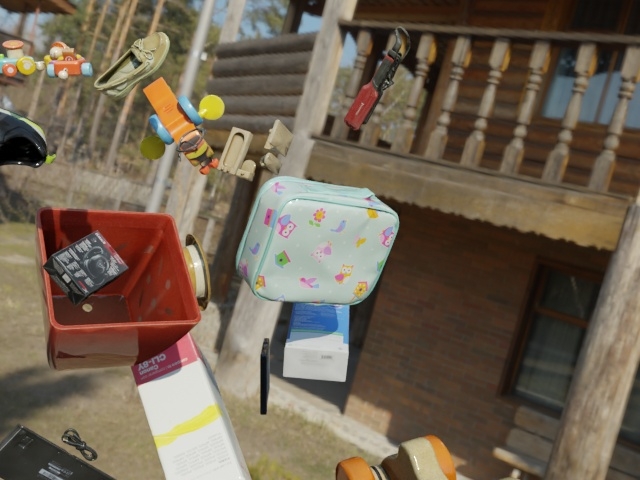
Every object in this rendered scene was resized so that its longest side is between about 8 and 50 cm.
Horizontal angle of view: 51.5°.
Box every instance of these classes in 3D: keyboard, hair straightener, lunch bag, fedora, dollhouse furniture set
[{"bbox_3d":[-0.376,0.324,0.961,0.180,0.108,0.023,46,-3,-31],"label":"keyboard"},{"bbox_3d":[0.123,-0.338,1.376,0.047,0.230,0.089,34,36,11],"label":"hair straightener"},{"bbox_3d":[0.000,0.000,1.203,0.279,0.223,0.108,6,20,-36],"label":"lunch bag"},{"bbox_3d":[-0.326,0.082,1.611,0.079,0.194,0.194,-10,14,-26],"label":"fedora"},{"bbox_3d":[-0.173,-0.225,1.599,0.151,0.144,0.123,20,-4,15],"label":"dollhouse furniture set"}]

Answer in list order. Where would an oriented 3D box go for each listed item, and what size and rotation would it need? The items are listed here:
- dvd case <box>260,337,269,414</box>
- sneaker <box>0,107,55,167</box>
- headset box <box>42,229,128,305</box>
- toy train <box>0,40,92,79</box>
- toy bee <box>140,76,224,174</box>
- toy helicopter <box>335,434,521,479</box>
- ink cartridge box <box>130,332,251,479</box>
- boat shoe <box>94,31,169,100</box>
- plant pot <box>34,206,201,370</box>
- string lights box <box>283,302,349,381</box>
[{"bbox_3d":[-0.171,0.414,2.056,0.022,0.180,0.253,0,3,-2],"label":"dvd case"},{"bbox_3d":[-0.504,-0.160,0.974,0.235,0.084,0.097,7,33,-46],"label":"sneaker"},{"bbox_3d":[-0.280,0.031,0.804,0.062,0.032,0.083,51,35,-4],"label":"headset box"},{"bbox_3d":[-0.398,-0.256,0.935,0.167,0.046,0.125,-1,22,1],"label":"toy train"},{"bbox_3d":[-0.295,-0.217,1.426,0.195,0.298,0.162,-18,-42,12],"label":"toy bee"},{"bbox_3d":[0.148,0.335,0.737,0.140,0.234,0.355,-9,-20,-20],"label":"toy helicopter"},{"bbox_3d":[-0.296,0.445,1.564,0.161,0.384,0.279,-22,-28,-10],"label":"ink cartridge box"},{"bbox_3d":[-0.330,-0.311,1.167,0.056,0.153,0.048,56,11,20],"label":"boat shoe"},{"bbox_3d":[-0.423,0.117,1.301,0.267,0.235,0.267,2,50,-34],"label":"plant pot"},{"bbox_3d":[-0.004,0.207,1.486,0.134,0.076,0.259,5,21,1],"label":"string lights box"}]
